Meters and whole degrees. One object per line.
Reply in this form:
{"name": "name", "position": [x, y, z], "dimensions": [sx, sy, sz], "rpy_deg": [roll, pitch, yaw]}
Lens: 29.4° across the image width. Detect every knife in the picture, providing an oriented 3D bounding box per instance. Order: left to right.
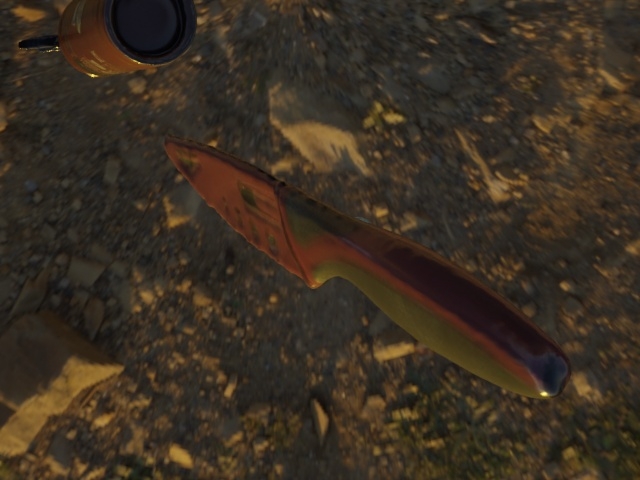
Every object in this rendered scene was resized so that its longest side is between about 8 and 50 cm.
{"name": "knife", "position": [0.000, 0.000, 0.405], "dimensions": [0.018, 0.247, 0.035], "rpy_deg": [-25, 118, -21]}

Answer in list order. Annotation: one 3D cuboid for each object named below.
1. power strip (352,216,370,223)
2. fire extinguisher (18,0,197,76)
{"name": "power strip", "position": [0.025, 0.002, 1.205], "dimensions": [0.083, 0.035, 0.055], "rpy_deg": [21, 108, 32]}
{"name": "fire extinguisher", "position": [-0.253, -0.236, 1.378], "dimensions": [0.138, 0.344, 0.102], "rpy_deg": [-11, 99, -23]}
